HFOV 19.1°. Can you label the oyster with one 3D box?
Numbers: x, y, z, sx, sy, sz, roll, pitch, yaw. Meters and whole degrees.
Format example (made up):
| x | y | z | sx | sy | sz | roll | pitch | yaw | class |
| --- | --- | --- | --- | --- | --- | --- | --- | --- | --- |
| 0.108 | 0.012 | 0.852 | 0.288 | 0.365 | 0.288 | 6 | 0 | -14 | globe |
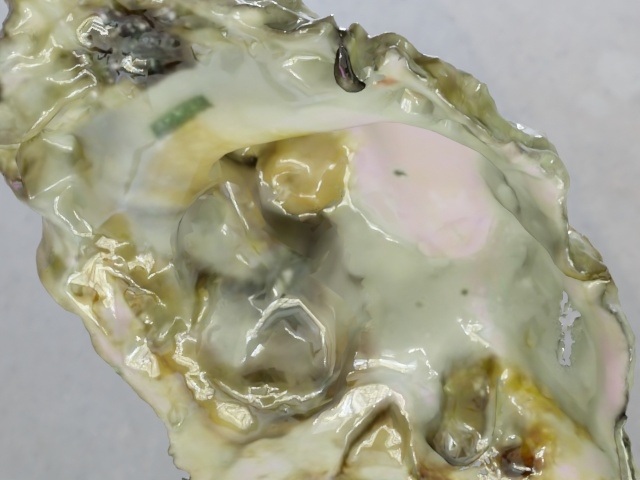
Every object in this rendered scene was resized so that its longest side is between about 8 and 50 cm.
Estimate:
| x | y | z | sx | sy | sz | roll | pitch | yaw | class |
| --- | --- | --- | --- | --- | --- | --- | --- | --- | --- |
| 0.002 | -0.003 | 0.762 | 0.354 | 0.201 | 0.107 | 57 | 22 | -30 | oyster |
